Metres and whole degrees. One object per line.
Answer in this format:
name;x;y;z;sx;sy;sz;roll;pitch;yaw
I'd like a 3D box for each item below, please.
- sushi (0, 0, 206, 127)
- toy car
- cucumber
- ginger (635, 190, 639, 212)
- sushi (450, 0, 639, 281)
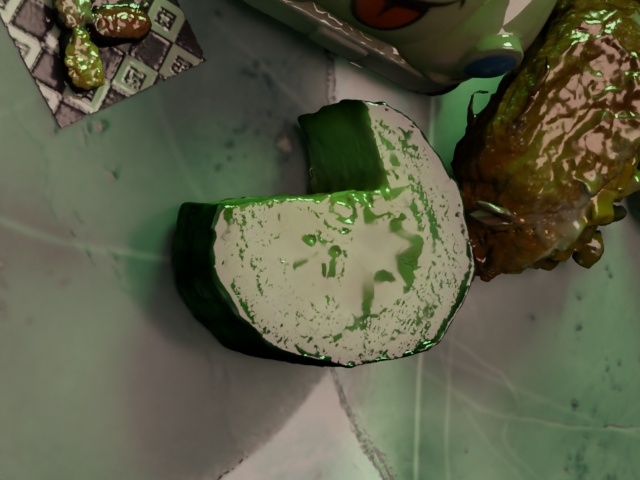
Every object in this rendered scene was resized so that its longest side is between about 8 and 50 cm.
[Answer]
sushi;-0.150;-0.158;0.704;0.126;0.026;0.120;-32;99;-27
toy car;0.096;-0.304;0.733;0.242;0.226;0.336;24;74;-24
cucumber;0.002;0.010;0.721;0.191;0.130;0.191;3;82;-20
ginger;0.391;-0.094;0.850;0.084;0.290;0.122;-16;89;-57
sushi;0.212;-0.089;0.801;0.179;0.167;0.296;35;77;-7
